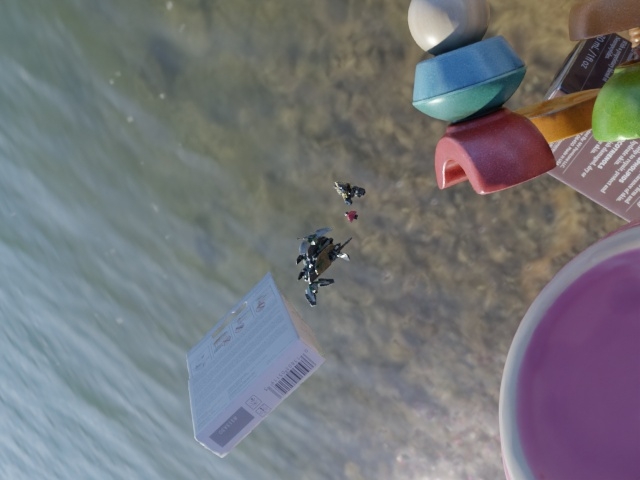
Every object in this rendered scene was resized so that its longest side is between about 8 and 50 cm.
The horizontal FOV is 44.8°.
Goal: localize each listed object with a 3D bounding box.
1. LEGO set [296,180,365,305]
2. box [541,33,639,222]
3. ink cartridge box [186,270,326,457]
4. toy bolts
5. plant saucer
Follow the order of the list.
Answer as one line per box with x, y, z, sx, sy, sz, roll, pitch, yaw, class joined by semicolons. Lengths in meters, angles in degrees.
0.002;-0.001;0.502;0.023;0.083;0.054;22;168;29;LEGO set
0.481;-0.114;1.060;0.381;0.191;0.143;33;142;5;box
-0.096;0.155;1.029;0.056;0.181;0.224;44;-175;-21;ink cartridge box
0.165;-0.148;0.622;0.218;0.229;0.158;14;124;70;toy bolts
0.249;0.115;0.559;0.084;0.332;0.332;24;153;-29;plant saucer
